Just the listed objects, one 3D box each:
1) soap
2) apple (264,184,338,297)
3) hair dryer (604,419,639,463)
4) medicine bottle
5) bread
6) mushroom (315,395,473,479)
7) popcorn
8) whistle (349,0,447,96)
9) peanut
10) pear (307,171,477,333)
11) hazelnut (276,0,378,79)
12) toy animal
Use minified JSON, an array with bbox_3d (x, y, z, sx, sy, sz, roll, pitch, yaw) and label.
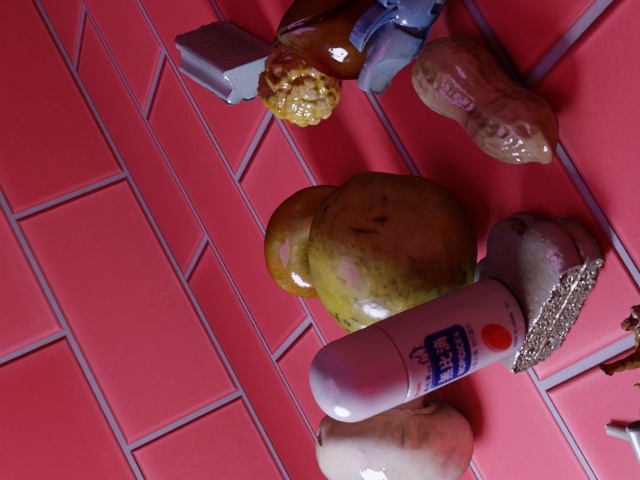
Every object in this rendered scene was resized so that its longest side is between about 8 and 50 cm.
[{"bbox_3d":[-0.196,-0.385,2.377,0.261,0.150,0.094,38,139,47],"label":"soap"},{"bbox_3d":[0.000,0.000,2.224,0.207,0.237,0.236,-110,3,-74],"label":"apple"},{"bbox_3d":[0.482,0.310,1.756,0.063,0.038,0.124,69,162,-8],"label":"hair dryer"},{"bbox_3d":[0.140,0.170,1.697,0.130,0.341,0.130,45,145,44],"label":"medicine bottle"},{"bbox_3d":[0.325,0.065,1.764,0.183,0.102,0.337,53,152,27],"label":"bread"},{"bbox_3d":[0.170,0.382,2.193,0.315,0.356,0.315,44,-162,-18],"label":"mushroom"},{"bbox_3d":[-0.039,-0.309,2.137,0.180,0.180,0.170,35,170,49],"label":"popcorn"},{"bbox_3d":[0.132,-0.345,1.711,0.093,0.180,0.269,42,114,25],"label":"whistle"},{"bbox_3d":[0.243,-0.210,1.650,0.298,0.120,0.136,46,178,36],"label":"peanut"},{"bbox_3d":[0.126,0.039,1.903,0.304,0.304,0.303,46,150,37],"label":"pear"},{"bbox_3d":[0.026,-0.359,1.864,0.208,0.208,0.208,46,150,37],"label":"hazelnut"},{"bbox_3d":[0.511,0.205,1.542,0.255,0.114,0.116,46,107,30],"label":"toy animal"}]
